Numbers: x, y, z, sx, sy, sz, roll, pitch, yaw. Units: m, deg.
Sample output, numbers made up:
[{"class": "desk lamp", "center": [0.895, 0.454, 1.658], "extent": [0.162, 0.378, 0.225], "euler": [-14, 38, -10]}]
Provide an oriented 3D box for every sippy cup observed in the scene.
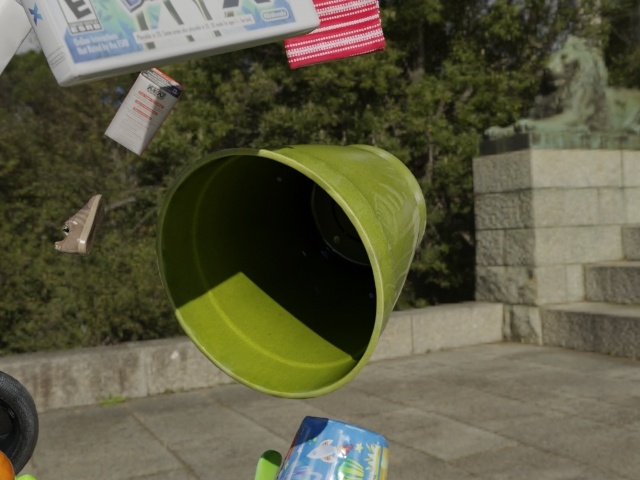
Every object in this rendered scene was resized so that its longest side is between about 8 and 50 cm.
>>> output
[{"class": "sippy cup", "center": [0.020, 0.440, 1.194], "extent": [0.305, 0.224, 0.240], "euler": [14, -19, 9]}]

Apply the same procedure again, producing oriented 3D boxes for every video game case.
[{"class": "video game case", "center": [-0.155, -0.314, 0.614], "extent": [0.036, 0.300, 0.329], "euler": [-14, 12, 41]}]

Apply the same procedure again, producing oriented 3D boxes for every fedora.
[{"class": "fedora", "center": [-0.746, 0.369, 1.358], "extent": [0.333, 0.334, 0.152], "euler": [-2, 12, -20]}]

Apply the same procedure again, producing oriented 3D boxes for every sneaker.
[{"class": "sneaker", "center": [-0.517, -0.040, 1.450], "extent": [0.071, 0.066, 0.188], "euler": [3, 36, -5]}]

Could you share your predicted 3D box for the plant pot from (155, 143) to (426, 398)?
[{"class": "plant pot", "center": [0.000, 0.000, 1.063], "extent": [0.366, 0.367, 0.353], "euler": [-2, 17, 31]}]

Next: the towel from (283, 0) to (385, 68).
[{"class": "towel", "center": [0.009, -0.468, 1.225], "extent": [0.198, 0.275, 0.031], "euler": [-15, 14, -14]}]

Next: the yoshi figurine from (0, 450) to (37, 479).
[{"class": "yoshi figurine", "center": [-0.220, 0.273, 0.581], "extent": [0.202, 0.362, 0.204], "euler": [-24, 36, 1]}]

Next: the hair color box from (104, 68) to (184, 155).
[{"class": "hair color box", "center": [-0.291, -0.213, 1.108], "extent": [0.072, 0.043, 0.141], "euler": [33, -53, -19]}]

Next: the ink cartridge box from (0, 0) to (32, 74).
[{"class": "ink cartridge box", "center": [-0.586, -0.241, 1.030], "extent": [0.165, 0.333, 0.065], "euler": [30, -6, 30]}]
